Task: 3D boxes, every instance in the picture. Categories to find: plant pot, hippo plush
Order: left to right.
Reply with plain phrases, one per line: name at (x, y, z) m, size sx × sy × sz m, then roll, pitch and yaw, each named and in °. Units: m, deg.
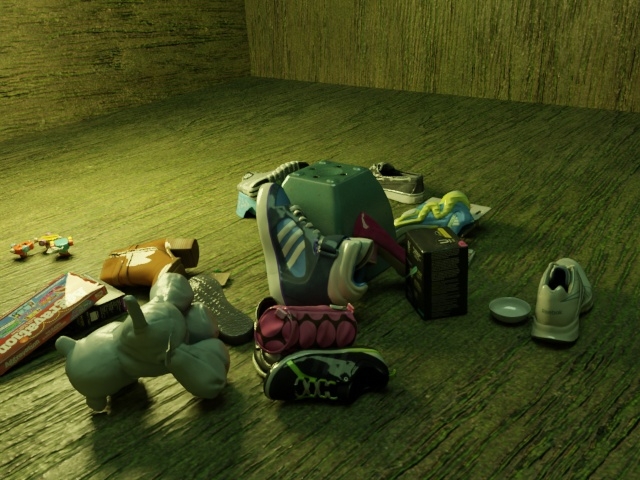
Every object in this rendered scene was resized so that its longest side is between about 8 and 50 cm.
hippo plush at (-0.317, 0.218, 1.276) m, size 0.237 × 0.234 × 0.294 m, roll -32°, pitch 5°, yaw 10°
plant pot at (0.024, -0.051, 1.726) m, size 0.247 × 0.252 × 0.248 m, roll 14°, pitch 28°, yaw 36°

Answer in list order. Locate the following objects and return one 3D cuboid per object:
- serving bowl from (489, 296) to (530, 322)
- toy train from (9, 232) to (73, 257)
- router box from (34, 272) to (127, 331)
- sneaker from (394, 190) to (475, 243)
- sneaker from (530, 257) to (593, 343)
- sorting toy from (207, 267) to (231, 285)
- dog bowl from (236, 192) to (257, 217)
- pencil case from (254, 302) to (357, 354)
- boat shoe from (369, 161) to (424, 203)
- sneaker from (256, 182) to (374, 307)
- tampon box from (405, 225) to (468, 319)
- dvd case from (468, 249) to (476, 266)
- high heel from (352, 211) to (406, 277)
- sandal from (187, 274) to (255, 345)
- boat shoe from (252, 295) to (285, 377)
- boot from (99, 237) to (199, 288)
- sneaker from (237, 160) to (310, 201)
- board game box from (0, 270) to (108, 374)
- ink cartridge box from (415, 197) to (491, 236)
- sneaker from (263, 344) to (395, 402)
serving bowl at (0.393, 0.149, 1.491) m, size 0.084 × 0.027 × 0.083 m, roll -3°, pitch 23°, yaw 1°
toy train at (-0.736, 0.025, 1.917) m, size 0.167 × 0.046 × 0.125 m, roll 5°, pitch 26°, yaw 27°
router box at (-0.542, 0.136, 1.624) m, size 0.133 × 0.046 × 0.179 m, roll -23°, pitch 31°, yaw -39°
sneaker at (0.285, -0.028, 1.835) m, size 0.240 × 0.091 × 0.126 m, roll -30°, pitch 63°, yaw 5°
sneaker at (0.503, 0.096, 1.474) m, size 0.111 × 0.129 × 0.297 m, roll 4°, pitch 23°, yaw 21°
sorting toy at (-0.248, 0.089, 1.736) m, size 0.062 × 0.012 × 0.083 m, roll -3°, pitch 26°, yaw 12°
dog bowl at (-0.131, -0.105, 2.096) m, size 0.166 × 0.074 × 0.297 m, roll -19°, pitch 28°, yaw -33°
pencil case at (-0.022, 0.162, 1.339) m, size 0.209 × 0.098 × 0.095 m, roll 4°, pitch 34°, yaw -51°
boat shoe at (0.193, -0.195, 2.225) m, size 0.108 × 0.102 × 0.301 m, roll -23°, pitch 30°, yaw -38°
sneaker at (0.000, 0.000, 1.556) m, size 0.237 × 0.322 × 0.130 m, roll -15°, pitch -22°, yaw 15°
tampon box at (0.247, 0.067, 1.532) m, size 0.102 × 0.160 × 0.120 m, roll -8°, pitch 24°, yaw -10°
dvd case at (0.317, 0.038, 1.777) m, size 0.120 × 0.013 × 0.087 m, roll 8°, pitch 26°, yaw 24°
high heel at (0.181, 0.017, 1.634) m, size 0.244 × 0.117 × 0.082 m, roll 14°, pitch -18°, yaw -20°
sandal at (-0.231, 0.156, 1.544) m, size 0.097 × 0.054 × 0.254 m, roll -23°, pitch 39°, yaw -25°
boat shoe at (-0.094, 0.190, 1.400) m, size 0.084 × 0.079 × 0.233 m, roll -4°, pitch 25°, yaw -6°
boot at (-0.417, 0.076, 1.679) m, size 0.220 × 0.108 × 0.283 m, roll -6°, pitch 30°, yaw 5°
sneaker at (-0.145, -0.185, 2.090) m, size 0.229 × 0.086 × 0.132 m, roll -23°, pitch 28°, yaw -36°
board game box at (-0.599, 0.167, 1.506) m, size 0.145 × 0.027 × 0.281 m, roll 15°, pitch 42°, yaw 35°
ink cartridge box at (0.359, -0.061, 1.943) m, size 0.180 × 0.060 × 0.104 m, roll 13°, pitch 28°, yaw 34°
sneaker at (0.018, 0.240, 1.259) m, size 0.235 × 0.084 × 0.097 m, roll -11°, pitch 27°, yaw -17°
